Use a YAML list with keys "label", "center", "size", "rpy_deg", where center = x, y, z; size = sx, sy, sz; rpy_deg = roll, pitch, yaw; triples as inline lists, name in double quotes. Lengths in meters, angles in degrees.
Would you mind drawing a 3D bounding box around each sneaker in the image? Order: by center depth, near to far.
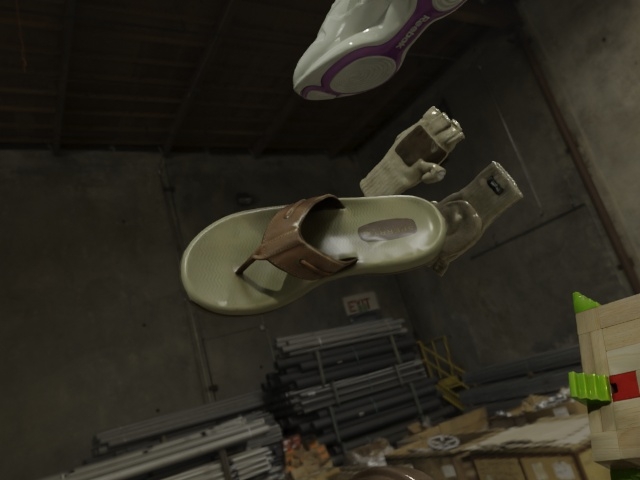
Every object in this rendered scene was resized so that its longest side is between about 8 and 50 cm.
- label: "sneaker"
  center: [0.073, -0.307, 0.682]
  size: [0.305, 0.152, 0.114]
  rpy_deg: [-36, -25, 31]

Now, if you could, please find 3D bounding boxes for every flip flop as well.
- label: "flip flop"
  center: [0.000, 0.000, 0.513]
  size: [0.277, 0.112, 0.080]
  rpy_deg: [-10, -22, -12]

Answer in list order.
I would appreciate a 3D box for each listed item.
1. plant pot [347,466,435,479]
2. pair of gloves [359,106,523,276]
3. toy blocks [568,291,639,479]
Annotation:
- label: "plant pot"
  center: [0.038, 0.429, 0.676]
  size: [0.229, 0.262, 0.263]
  rpy_deg: [25, -40, -37]
- label: "pair of gloves"
  center: [0.189, -0.086, 0.864]
  size: [0.042, 0.240, 0.204]
  rpy_deg: [6, -49, -50]
- label: "toy blocks"
  center: [0.598, 0.231, 0.887]
  size: [0.191, 0.381, 0.261]
  rpy_deg: [29, -39, -23]
